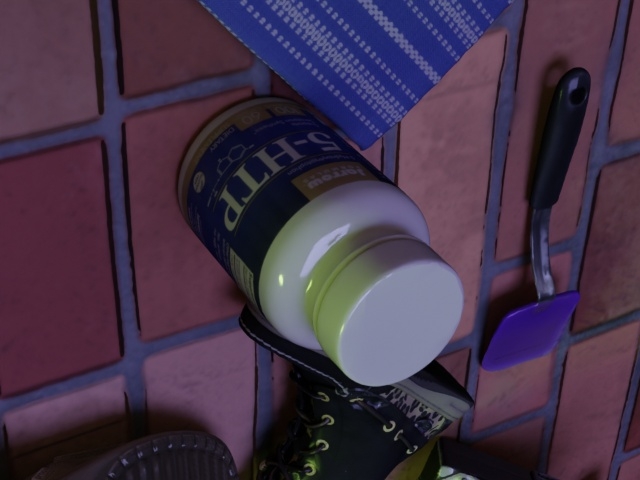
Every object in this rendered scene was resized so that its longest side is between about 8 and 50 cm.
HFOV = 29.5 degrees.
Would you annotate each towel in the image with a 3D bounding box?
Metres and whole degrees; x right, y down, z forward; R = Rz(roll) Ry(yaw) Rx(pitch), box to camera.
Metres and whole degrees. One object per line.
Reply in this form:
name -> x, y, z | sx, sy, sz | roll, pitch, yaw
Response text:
towel -> 0.075, -0.235, 0.732 | 0.336, 0.040, 0.243 | -47, 136, 5

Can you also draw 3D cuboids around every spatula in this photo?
spatula -> 0.177, -0.005, 0.960 | 0.084, 0.030, 0.296 | -16, 128, -23

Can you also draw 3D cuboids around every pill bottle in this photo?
pill bottle -> 0.000, 0.000, 0.732 | 0.112, 0.187, 0.112 | -18, 129, -24

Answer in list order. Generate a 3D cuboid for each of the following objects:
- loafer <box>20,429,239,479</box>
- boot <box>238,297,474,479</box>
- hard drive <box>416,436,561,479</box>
loafer -> -0.168, 0.191, 0.821 | 0.269, 0.092, 0.101 | -9, 91, -46
boot -> -0.008, 0.140, 0.898 | 0.236, 0.085, 0.178 | 30, 103, -44
hard drive -> 0.148, 0.366, 1.086 | 0.237, 0.064, 0.338 | 22, 107, -5
